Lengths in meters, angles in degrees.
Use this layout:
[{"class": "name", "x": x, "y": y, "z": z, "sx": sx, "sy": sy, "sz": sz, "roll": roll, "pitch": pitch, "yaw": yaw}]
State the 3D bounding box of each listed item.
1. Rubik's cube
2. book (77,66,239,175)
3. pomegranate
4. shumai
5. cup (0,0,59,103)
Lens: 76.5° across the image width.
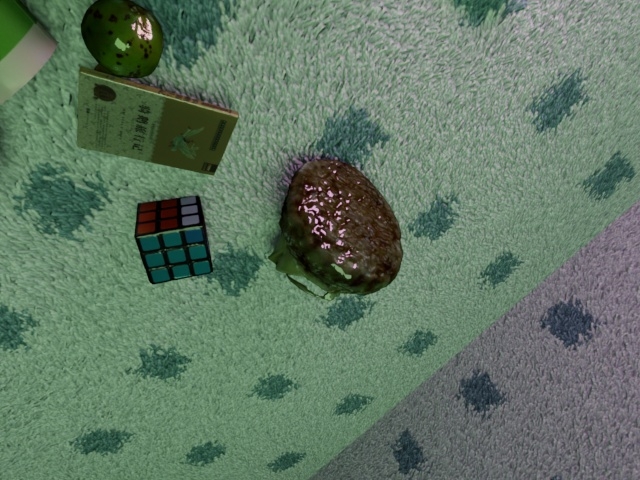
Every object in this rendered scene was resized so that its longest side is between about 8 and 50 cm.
[{"class": "Rubik's cube", "x": -0.377, "y": -0.005, "z": 1.056, "sx": 0.161, "sy": 0.163, "sz": 0.162, "roll": -11, "pitch": 126, "yaw": -14}, {"class": "book", "x": -0.364, "y": -0.247, "z": 0.908, "sx": 0.311, "sy": 0.021, "sz": 0.217, "roll": 9, "pitch": 145, "yaw": -27}, {"class": "pomegranate", "x": -0.387, "y": -0.375, "z": 0.784, "sx": 0.143, "sy": 0.122, "sz": 0.169, "roll": 29, "pitch": 110, "yaw": -39}, {"class": "shumai", "x": 0.000, "y": 0.000, "z": 1.132, "sx": 0.395, "sy": 0.394, "sz": 0.348, "roll": 16, "pitch": 144, "yaw": -31}, {"class": "cup", "x": -0.603, "y": -0.366, "z": 0.639, "sx": 0.253, "sy": 0.253, "sz": 0.274, "roll": -35, "pitch": 137, "yaw": 7}]
